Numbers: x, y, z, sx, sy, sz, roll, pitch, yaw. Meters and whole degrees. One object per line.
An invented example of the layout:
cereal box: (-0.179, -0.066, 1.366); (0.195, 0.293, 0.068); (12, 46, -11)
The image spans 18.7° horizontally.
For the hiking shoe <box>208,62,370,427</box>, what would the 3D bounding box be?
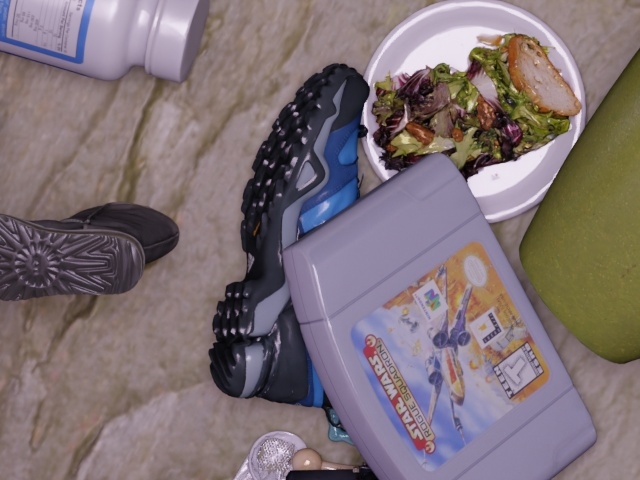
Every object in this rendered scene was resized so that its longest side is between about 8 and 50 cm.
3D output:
hiking shoe: (0.000, 0.000, 1.693); (0.132, 0.113, 0.304); (17, 89, -20)

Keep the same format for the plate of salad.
plate of salad: (0.132, -0.112, 1.696); (0.200, 0.048, 0.200); (0, 93, 4)

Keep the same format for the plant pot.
plant pot: (0.313, -0.041, 1.597); (0.293, 0.275, 0.275); (-43, 89, 21)

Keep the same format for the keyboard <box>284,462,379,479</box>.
keyboard: (0.060, 0.228, 1.694); (0.192, 0.038, 0.100); (-2, 124, -2)

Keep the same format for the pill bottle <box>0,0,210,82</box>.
pill bottle: (-0.213, -0.208, 1.679); (0.221, 0.124, 0.124); (17, 94, 2)

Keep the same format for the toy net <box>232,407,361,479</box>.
toy net: (0.009, 0.169, 1.719); (0.232, 0.045, 0.122); (-29, 91, 5)

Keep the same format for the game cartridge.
game cartridge: (0.098, 0.099, 1.641); (0.198, 0.062, 0.297); (-35, 102, -33)

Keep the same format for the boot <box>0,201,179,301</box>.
boot: (-0.219, -0.001, 1.645); (0.190, 0.208, 0.076); (10, 104, -2)
